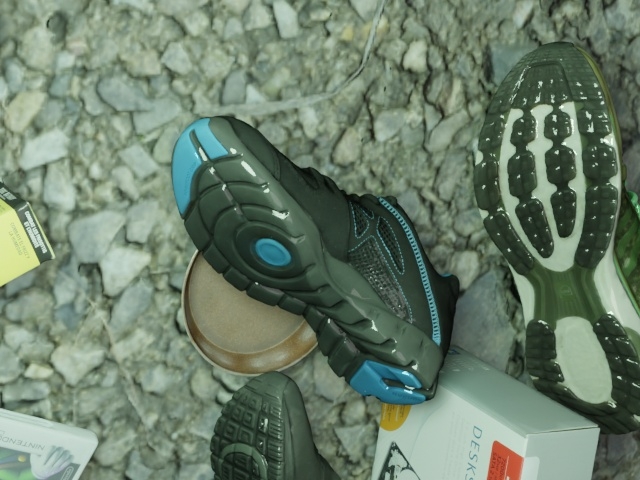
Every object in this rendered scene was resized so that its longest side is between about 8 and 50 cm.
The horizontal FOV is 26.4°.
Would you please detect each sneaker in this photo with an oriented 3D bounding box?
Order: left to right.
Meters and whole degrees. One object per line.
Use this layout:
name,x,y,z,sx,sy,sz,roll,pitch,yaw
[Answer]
sneaker,-0.026,0.247,1.318,0.130,0.109,0.286,-20,121,-34
sneaker,0.000,0.000,1.224,0.341,0.125,0.140,48,51,-28
sneaker,0.274,-0.015,1.410,0.182,0.158,0.410,-40,124,-51

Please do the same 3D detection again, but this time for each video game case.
video game case,-0.305,0.223,1.156,0.173,0.022,0.190,20,109,-33

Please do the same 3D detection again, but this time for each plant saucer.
plant saucer,-0.056,0.042,1.269,0.168,0.029,0.168,-10,110,-28

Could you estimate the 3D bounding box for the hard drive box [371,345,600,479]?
hard drive box,0.151,0.223,1.323,0.089,0.232,0.181,0,104,-30

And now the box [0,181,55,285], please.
box,-0.332,0.036,1.074,0.232,0.087,0.058,-30,118,-20
